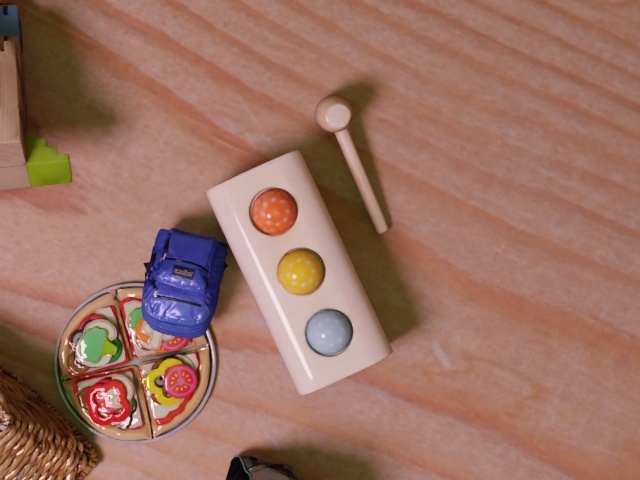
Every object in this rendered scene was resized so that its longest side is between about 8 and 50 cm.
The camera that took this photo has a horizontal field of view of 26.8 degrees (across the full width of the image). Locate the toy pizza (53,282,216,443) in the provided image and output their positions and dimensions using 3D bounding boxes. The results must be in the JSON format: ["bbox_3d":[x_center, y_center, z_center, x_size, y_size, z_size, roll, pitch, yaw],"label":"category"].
[{"bbox_3d":[-0.230,0.153,1.668,0.201,0.032,0.201,0,89,-3],"label":"toy pizza"}]

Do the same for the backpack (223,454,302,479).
[{"bbox_3d":[-0.059,0.352,1.598,0.144,0.188,0.165,14,88,-3],"label":"backpack"}]

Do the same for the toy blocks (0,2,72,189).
[{"bbox_3d":[-0.494,-0.181,1.567,0.382,0.190,0.260,-6,60,-8],"label":"toy blocks"}]

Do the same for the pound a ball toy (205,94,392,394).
[{"bbox_3d":[0.000,0.000,1.632,0.208,0.136,0.319,-24,91,-3],"label":"pound a ball toy"}]

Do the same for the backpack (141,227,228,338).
[{"bbox_3d":[-0.171,0.052,1.629,0.098,0.101,0.120,12,68,2],"label":"backpack"}]

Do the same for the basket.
[{"bbox_3d":[-0.466,0.281,1.619,0.213,0.223,0.299,40,88,28],"label":"basket"}]
